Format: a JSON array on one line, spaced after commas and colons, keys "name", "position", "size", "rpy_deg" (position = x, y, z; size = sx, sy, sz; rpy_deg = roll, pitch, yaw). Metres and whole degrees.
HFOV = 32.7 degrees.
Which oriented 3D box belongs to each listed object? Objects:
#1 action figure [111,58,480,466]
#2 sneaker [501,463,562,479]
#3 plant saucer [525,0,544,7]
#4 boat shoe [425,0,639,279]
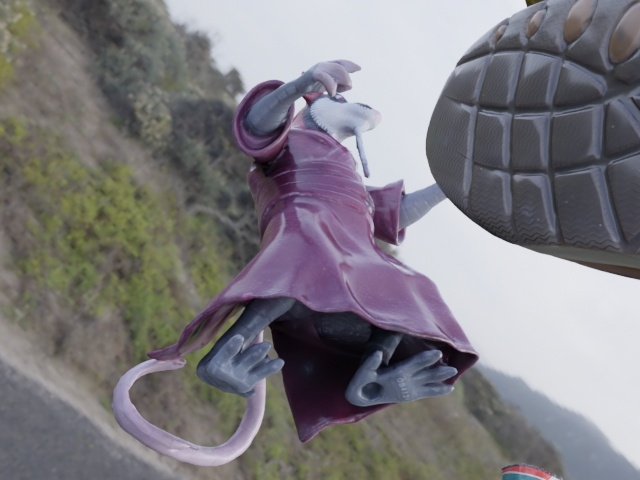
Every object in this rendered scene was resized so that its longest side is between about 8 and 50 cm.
[{"name": "action figure", "position": [0.000, 0.000, 0.928], "size": [0.248, 0.276, 0.370], "rpy_deg": [36, 28, -31]}, {"name": "sneaker", "position": [0.249, 0.282, 1.086], "size": [0.161, 0.075, 0.057], "rpy_deg": [21, -25, 0]}, {"name": "plant saucer", "position": [0.240, -0.079, 0.623], "size": [0.333, 0.081, 0.333], "rpy_deg": [34, -22, 51]}, {"name": "boat shoe", "position": [0.168, -0.019, 0.437], "size": [0.116, 0.123, 0.324], "rpy_deg": [31, -3, -36]}]
